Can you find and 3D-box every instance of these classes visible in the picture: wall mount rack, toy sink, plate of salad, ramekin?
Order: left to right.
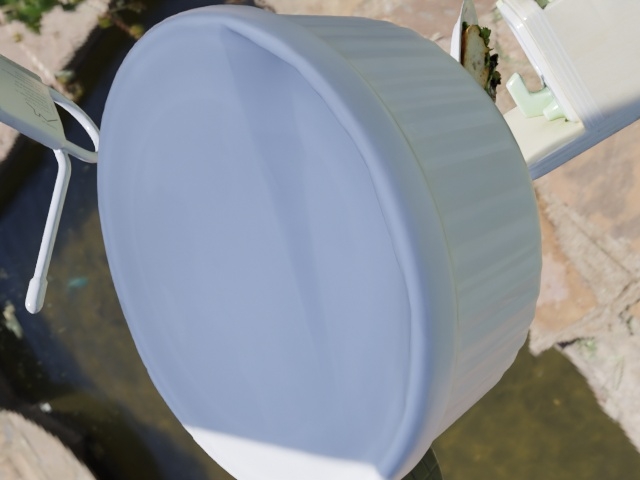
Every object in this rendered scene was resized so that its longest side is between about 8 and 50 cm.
[{"bbox_3d":[-0.372,-0.102,1.086,0.130,0.350,0.304,-40,54,16],"label":"wall mount rack"},{"bbox_3d":[0.000,0.000,0.576,0.273,0.127,0.273,24,122,44],"label":"ramekin"},{"bbox_3d":[0.187,-0.185,1.220,0.048,0.200,0.200,-2,112,16],"label":"plate of salad"},{"bbox_3d":[0.234,-0.183,0.892,0.234,0.153,0.131,-32,109,13],"label":"toy sink"}]

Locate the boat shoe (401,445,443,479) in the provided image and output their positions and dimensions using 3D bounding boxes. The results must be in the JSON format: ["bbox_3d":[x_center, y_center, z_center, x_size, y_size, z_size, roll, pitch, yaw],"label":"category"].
[{"bbox_3d":[0.048,0.175,0.853,0.060,0.064,0.178,106,146,-45],"label":"boat shoe"}]
